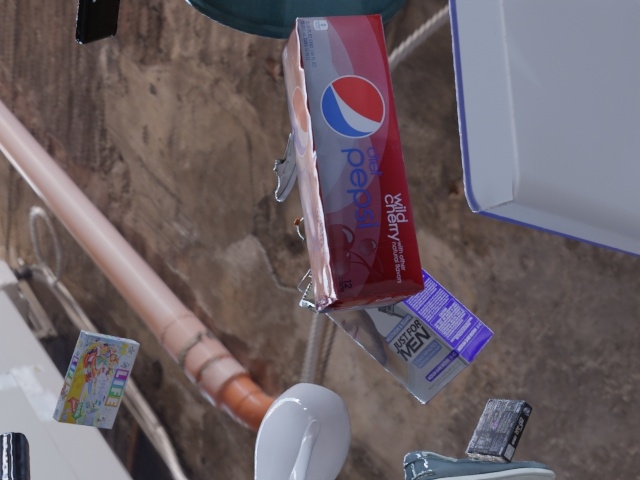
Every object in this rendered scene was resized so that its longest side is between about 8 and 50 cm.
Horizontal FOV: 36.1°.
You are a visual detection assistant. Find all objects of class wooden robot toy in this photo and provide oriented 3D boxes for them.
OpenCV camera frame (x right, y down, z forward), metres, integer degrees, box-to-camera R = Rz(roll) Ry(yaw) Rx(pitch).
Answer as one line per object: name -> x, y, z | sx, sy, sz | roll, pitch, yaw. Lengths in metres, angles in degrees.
wooden robot toy -> 0.000, 0.000, 1.245 | 0.079, 0.076, 0.173 | 24, -96, -1

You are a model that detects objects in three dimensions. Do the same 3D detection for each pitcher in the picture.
pitcher -> -0.027, 0.290, 1.305 | 0.177, 0.126, 0.207 | 120, 173, -57

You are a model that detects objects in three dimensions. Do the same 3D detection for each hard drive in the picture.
hard drive -> 0.208, -0.098, 0.712 | 0.319, 0.040, 0.210 | 11, -110, -44

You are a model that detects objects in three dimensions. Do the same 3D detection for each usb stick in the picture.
usb stick -> -0.288, 0.289, 0.914 | 0.045, 0.278, 0.077 | 9, -64, -23

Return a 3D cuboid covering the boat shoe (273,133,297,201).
boat shoe -> -0.049, -0.105, 1.397 | 0.035, 0.035, 0.100 | 19, -74, -16

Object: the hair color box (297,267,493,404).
hair color box -> 0.136, 0.131, 1.854 | 0.110, 0.339, 0.185 | -40, -11, -39

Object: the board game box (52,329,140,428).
board game box -> -0.375, 0.234, 1.648 | 0.103, 0.026, 0.154 | 18, -89, -41

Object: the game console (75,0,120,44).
game console -> -0.249, -0.282, 1.045 | 0.107, 0.071, 0.122 | -47, -28, -62

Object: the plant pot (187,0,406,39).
plant pot -> -0.029, -0.506, 1.340 | 0.341, 0.341, 0.334 | -20, -42, -26

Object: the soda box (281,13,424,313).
soda box -> 0.026, -0.070, 0.907 | 0.084, 0.092, 0.263 | -6, -100, -14

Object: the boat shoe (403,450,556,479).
boat shoe -> 0.288, 0.418, 1.774 | 0.320, 0.099, 0.116 | 3, -49, -30

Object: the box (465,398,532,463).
box -> 0.232, 0.248, 1.280 | 0.018, 0.067, 0.083 | 41, -117, -25
